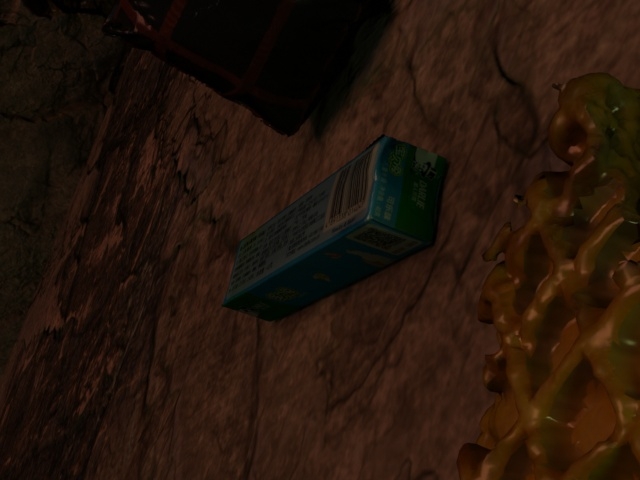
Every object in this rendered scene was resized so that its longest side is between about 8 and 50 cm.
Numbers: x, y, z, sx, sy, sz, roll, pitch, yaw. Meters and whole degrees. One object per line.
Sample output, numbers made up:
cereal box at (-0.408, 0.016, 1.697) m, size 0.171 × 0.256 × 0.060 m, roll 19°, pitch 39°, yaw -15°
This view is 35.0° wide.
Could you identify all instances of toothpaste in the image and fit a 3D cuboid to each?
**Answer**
toothpaste at (0.000, 0.000, 0.751) m, size 0.266 × 0.050 × 0.065 m, roll -32°, pitch 44°, yaw 60°

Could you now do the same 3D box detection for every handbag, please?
handbag at (-0.071, -0.211, 0.895) m, size 0.169 × 0.215 × 0.155 m, roll -56°, pitch 6°, yaw 27°

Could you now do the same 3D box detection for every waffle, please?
waffle at (0.129, 0.044, 0.352) m, size 0.293 × 0.069 × 0.260 m, roll -7°, pitch 64°, yaw 69°
